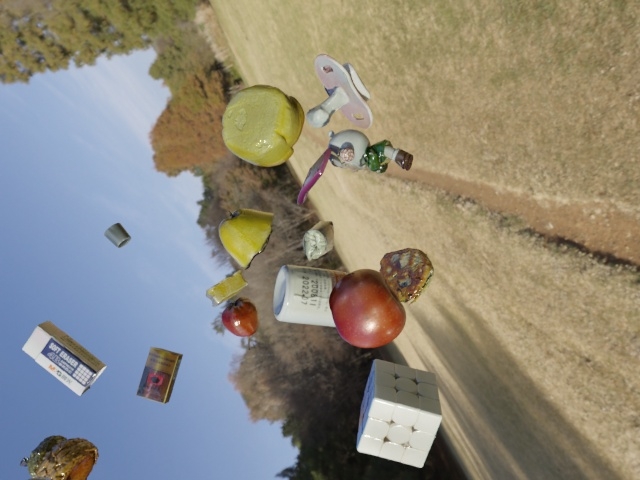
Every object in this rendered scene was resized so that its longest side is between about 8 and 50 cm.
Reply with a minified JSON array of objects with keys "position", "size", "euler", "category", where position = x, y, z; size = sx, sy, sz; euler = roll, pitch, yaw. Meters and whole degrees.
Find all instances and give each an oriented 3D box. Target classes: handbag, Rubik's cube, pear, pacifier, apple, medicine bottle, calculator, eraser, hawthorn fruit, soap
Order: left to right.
[{"position":[-0.969,0.443,1.784],"size":[0.287,0.130,0.086],"euler":[38,-172,0],"category":"eraser"},{"position":[-0.480,0.251,2.410],"size":[0.091,0.199,0.315],"euler":[56,160,1],"category":"soap"},{"position":[-0.305,-0.028,1.825],"size":[0.178,0.267,0.267],"euler":[27,-169,-15],"category":"pear"},{"position":[-0.318,0.344,1.975],"size":[0.162,0.163,0.203],"euler":[-116,3,-67],"category":"hawthorn fruit"},{"position":[-0.024,-0.211,1.543],"size":[0.034,0.190,0.126],"euler":[28,-128,-10],"category":"calculator"},{"position":[0.000,0.000,1.752],"size":[0.173,0.095,0.117],"euler":[-37,-56,-63],"category":"handbag"},{"position":[0.027,0.212,1.750],"size":[0.211,0.372,0.211],"euler":[-171,90,-72],"category":"medicine bottle"},{"position":[0.072,-0.549,1.799],"size":[0.332,0.220,0.273],"euler":[52,-136,-25],"category":"pacifier"},{"position":[0.148,0.222,1.534],"size":[0.260,0.217,0.260],"euler":[58,-171,-14],"category":"apple"},{"position":[0.332,0.736,2.035],"size":[0.290,0.291,0.291],"euler":[-69,-8,-69],"category":"Rubik's cube"}]

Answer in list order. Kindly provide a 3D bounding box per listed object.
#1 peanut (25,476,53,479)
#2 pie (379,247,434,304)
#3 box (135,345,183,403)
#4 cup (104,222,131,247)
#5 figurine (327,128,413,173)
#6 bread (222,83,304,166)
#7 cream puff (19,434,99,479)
[{"position":[-0.565,0.587,0.992],"size":[0.214,0.099,0.090],"euler":[63,-165,-17],"category":"peanut"},{"position":[0.409,0.161,2.239],"size":[0.085,0.308,0.308],"euler":[28,-156,-41],"category":"pie"},{"position":[-0.782,0.650,2.290],"size":[0.071,0.159,0.240],"euler":[69,-144,-81],"category":"box"},{"position":[-0.827,-0.014,1.930],"size":[0.077,0.078,0.100],"euler":[47,146,3],"category":"cup"},{"position":[0.181,-0.350,1.885],"size":[0.370,0.167,0.281],"euler":[17,-170,28],"category":"figurine"},{"position":[-0.187,-0.372,1.520],"size":[0.269,0.270,0.148],"euler":[62,-165,18],"category":"bread"},{"position":[-0.767,0.643,1.361],"size":[0.169,0.183,0.183],"euler":[24,172,12],"category":"cream puff"}]
